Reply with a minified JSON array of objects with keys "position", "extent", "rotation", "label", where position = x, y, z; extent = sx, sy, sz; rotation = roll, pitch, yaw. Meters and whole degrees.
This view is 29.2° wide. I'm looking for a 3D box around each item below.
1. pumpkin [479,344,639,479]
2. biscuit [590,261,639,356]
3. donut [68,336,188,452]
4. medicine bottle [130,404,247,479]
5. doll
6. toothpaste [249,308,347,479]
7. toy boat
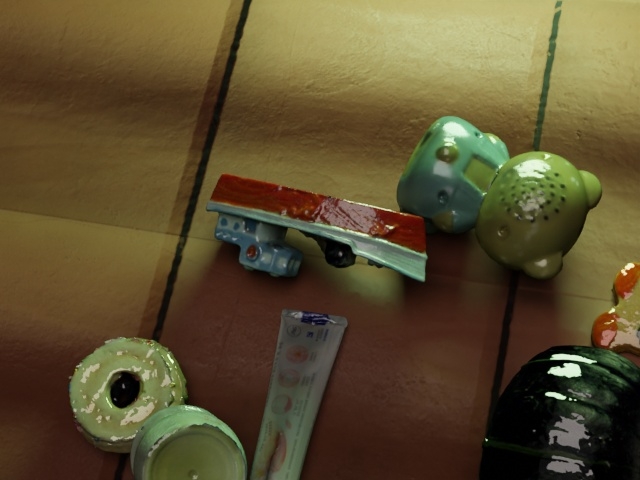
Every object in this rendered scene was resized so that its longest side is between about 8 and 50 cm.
[{"position":[0.339,0.272,1.512],"extent":[0.296,0.296,0.296],"rotation":[-3,67,6],"label":"pumpkin"},{"position":[0.512,0.124,1.700],"extent":[0.250,0.036,0.165],"rotation":[22,73,15],"label":"biscuit"},{"position":[-0.271,0.222,1.745],"extent":[0.175,0.068,0.174],"rotation":[-3,64,5],"label":"donut"},{"position":[-0.177,0.298,1.635],"extent":[0.147,0.143,0.147],"rotation":[0,91,-15],"label":"medicine bottle"},{"position":[0.252,-0.062,1.746],"extent":[0.261,0.161,0.177],"rotation":[28,72,20],"label":"doll"},{"position":[-0.043,0.245,1.709],"extent":[0.100,0.066,0.323],"rotation":[7,64,15],"label":"toothpaste"},{"position":[0.000,0.000,1.759],"extent":[0.332,0.145,0.133],"rotation":[13,91,22],"label":"toy boat"}]
